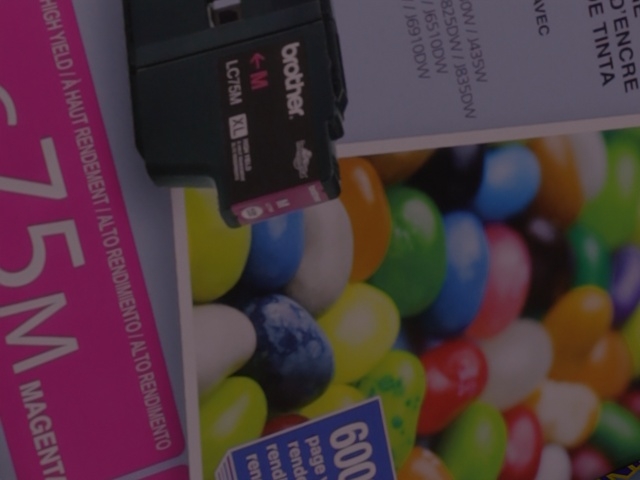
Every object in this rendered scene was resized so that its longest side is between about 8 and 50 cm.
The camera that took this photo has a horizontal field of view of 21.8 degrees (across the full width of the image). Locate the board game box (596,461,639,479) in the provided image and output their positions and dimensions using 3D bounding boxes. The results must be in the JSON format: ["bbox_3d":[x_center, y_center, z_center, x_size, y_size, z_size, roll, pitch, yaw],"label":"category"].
[{"bbox_3d":[0.000,0.000,0.594,0.302,0.308,0.086,37,18,-25],"label":"board game box"}]

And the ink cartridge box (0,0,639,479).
[{"bbox_3d":[0.036,-0.017,0.465,0.065,0.311,0.186,20,-55,63],"label":"ink cartridge box"}]
